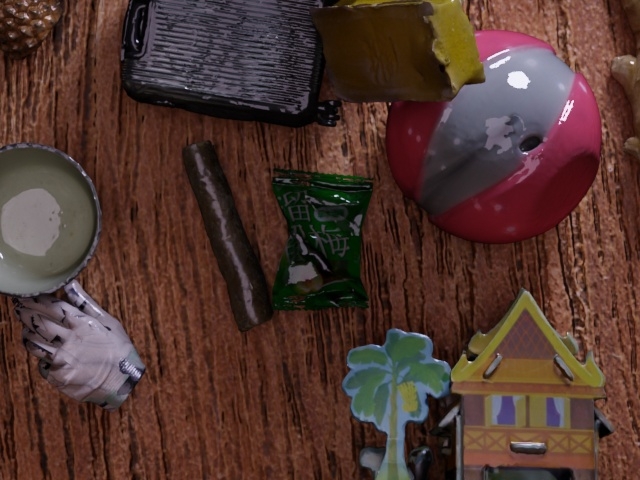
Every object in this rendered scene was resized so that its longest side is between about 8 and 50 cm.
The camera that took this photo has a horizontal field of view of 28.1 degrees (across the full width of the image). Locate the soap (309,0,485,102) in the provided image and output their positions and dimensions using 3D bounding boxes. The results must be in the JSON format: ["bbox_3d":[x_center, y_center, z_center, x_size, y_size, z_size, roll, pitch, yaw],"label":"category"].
[{"bbox_3d":[0.094,-0.247,1.632,0.076,0.233,0.135,-30,113,-31],"label":"soap"}]

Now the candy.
[{"bbox_3d":[-0.002,0.001,1.801,0.141,0.078,0.203,5,78,-11],"label":"candy"}]

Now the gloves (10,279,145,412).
[{"bbox_3d":[-0.347,0.140,1.785,0.212,0.111,0.127,38,95,-8],"label":"gloves"}]

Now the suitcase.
[{"bbox_3d":[-0.117,-0.265,1.772,0.312,0.128,0.202,8,88,-3],"label":"suitcase"}]

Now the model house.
[{"bbox_3d":[0.207,0.231,1.759,0.358,0.242,0.312,1,73,1],"label":"model house"}]

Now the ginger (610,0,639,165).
[{"bbox_3d":[0.477,-0.248,1.798,0.148,0.081,0.333,5,89,4],"label":"ginger"}]

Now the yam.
[{"bbox_3d":[-0.132,-0.007,1.807,0.061,0.061,0.274,-20,90,0],"label":"yam"}]

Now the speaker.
[{"bbox_3d":[0.231,-0.147,1.752,0.294,0.294,0.294,0,90,0],"label":"speaker"}]

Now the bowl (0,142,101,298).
[{"bbox_3d":[-0.400,-0.027,1.779,0.211,0.112,0.211,0,90,-1],"label":"bowl"}]

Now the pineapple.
[{"bbox_3d":[-0.486,-0.365,1.739,0.277,0.119,0.130,42,54,-20],"label":"pineapple"}]
